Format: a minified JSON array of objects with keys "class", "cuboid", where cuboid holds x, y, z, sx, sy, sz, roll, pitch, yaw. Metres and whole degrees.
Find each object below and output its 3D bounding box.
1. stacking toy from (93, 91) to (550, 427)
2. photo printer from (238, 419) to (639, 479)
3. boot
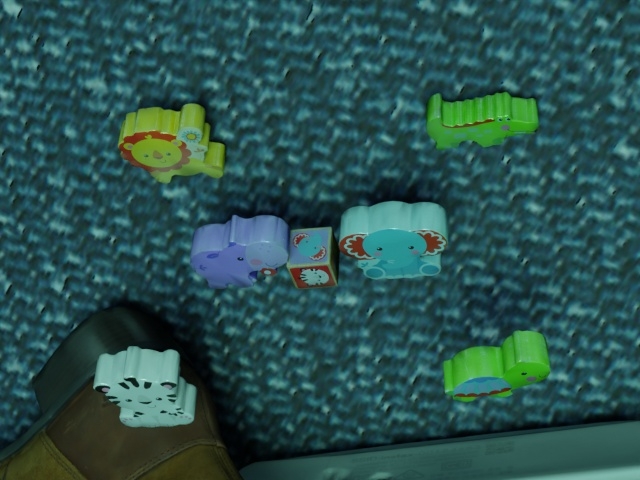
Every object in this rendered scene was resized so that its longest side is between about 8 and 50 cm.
[{"class":"stacking toy","cuboid":[0.000,0.000,0.630,0.221,0.167,0.052,-5,145,10]},{"class":"photo printer","cuboid":[0.093,0.262,0.699,0.256,0.107,0.308,-9,102,12]},{"class":"boot","cuboid":[-0.105,0.208,0.643,0.264,0.280,0.096,-50,132,8]}]
